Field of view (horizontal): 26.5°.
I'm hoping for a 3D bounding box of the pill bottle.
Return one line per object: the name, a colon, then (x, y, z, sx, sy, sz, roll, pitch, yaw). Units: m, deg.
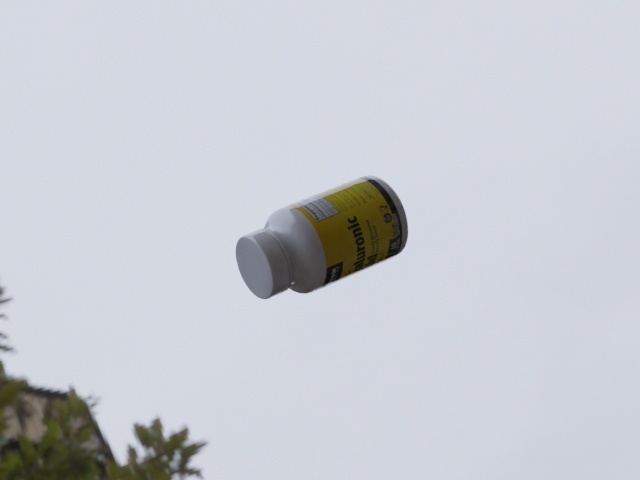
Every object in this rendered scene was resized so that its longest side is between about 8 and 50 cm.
pill bottle: (0.000, 0.000, 0.970, 0.116, 0.065, 0.065, -22, -47, -29)
